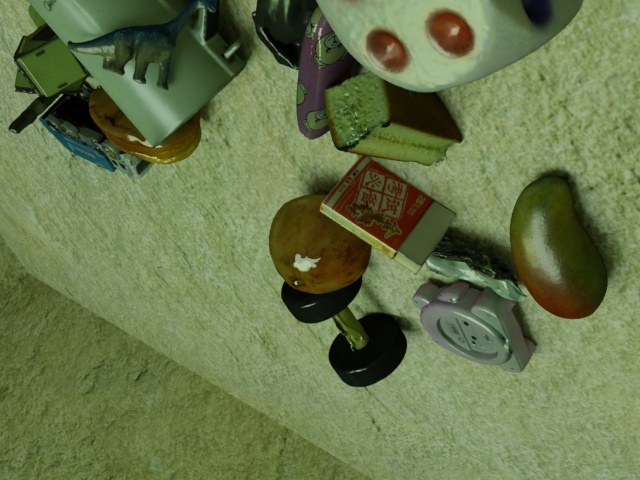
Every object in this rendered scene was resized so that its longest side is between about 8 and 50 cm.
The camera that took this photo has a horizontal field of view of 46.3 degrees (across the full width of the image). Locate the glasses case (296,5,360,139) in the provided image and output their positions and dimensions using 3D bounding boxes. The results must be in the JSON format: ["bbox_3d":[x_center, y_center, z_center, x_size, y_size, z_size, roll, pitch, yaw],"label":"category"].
[{"bbox_3d":[0.016,-0.297,1.295,0.076,0.123,0.316,36,153,15],"label":"glasses case"}]

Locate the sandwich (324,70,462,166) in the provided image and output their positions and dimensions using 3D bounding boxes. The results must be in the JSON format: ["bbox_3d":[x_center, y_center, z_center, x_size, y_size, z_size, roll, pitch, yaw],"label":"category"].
[{"bbox_3d":[0.132,-0.205,1.278,0.122,0.128,0.235,-22,161,40],"label":"sandwich"}]

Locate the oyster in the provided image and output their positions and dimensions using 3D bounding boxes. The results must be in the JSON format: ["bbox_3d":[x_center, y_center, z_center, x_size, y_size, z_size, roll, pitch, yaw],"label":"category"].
[{"bbox_3d":[0.294,0.050,1.526,0.199,0.087,0.252,33,178,-35],"label":"oyster"}]

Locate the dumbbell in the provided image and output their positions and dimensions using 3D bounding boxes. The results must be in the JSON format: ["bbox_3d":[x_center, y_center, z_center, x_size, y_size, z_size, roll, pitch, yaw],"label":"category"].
[{"bbox_3d":[0.062,0.197,1.890,0.203,0.204,0.322,3,136,48],"label":"dumbbell"}]

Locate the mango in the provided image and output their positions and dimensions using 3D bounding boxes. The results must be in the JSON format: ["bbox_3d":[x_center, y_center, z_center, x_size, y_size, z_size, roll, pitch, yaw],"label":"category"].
[{"bbox_3d":[0.410,0.023,1.314,0.146,0.129,0.289,-3,123,54],"label":"mango"}]

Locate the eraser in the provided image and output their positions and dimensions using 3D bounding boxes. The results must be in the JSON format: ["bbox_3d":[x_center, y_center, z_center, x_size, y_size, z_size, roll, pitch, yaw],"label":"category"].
[{"bbox_3d":[0.135,-0.055,1.480,0.230,0.157,0.038,34,149,8],"label":"eraser"}]

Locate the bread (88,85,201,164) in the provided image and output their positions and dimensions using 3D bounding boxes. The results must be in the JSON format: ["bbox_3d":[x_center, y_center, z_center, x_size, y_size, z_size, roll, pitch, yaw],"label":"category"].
[{"bbox_3d":[-0.397,-0.289,1.723,0.269,0.195,0.143,26,157,13],"label":"bread"}]

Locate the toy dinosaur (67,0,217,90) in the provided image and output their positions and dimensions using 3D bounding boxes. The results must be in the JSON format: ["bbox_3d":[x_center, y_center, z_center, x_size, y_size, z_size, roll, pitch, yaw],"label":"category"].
[{"bbox_3d":[-0.321,-0.377,1.326,0.247,0.188,0.075,18,-175,4],"label":"toy dinosaur"}]

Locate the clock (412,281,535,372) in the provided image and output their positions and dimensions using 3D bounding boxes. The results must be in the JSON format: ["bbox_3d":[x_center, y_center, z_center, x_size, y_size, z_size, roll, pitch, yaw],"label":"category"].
[{"bbox_3d":[0.338,0.188,1.680,0.248,0.090,0.228,11,141,44],"label":"clock"}]

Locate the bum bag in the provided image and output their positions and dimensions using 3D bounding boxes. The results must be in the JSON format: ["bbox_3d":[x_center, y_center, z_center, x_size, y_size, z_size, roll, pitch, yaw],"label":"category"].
[{"bbox_3d":[-0.050,-0.420,1.249,0.142,0.080,0.326,26,147,7],"label":"bum bag"}]

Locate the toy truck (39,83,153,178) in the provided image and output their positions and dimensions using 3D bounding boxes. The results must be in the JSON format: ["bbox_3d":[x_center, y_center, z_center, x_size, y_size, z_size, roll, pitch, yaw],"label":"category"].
[{"bbox_3d":[-0.584,-0.291,1.991,0.367,0.146,0.175,26,157,28],"label":"toy truck"}]

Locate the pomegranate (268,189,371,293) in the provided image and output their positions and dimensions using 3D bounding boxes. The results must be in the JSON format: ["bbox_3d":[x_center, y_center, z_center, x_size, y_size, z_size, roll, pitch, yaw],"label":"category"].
[{"bbox_3d":[0.000,0.000,1.663,0.248,0.248,0.248,28,151,18],"label":"pomegranate"}]

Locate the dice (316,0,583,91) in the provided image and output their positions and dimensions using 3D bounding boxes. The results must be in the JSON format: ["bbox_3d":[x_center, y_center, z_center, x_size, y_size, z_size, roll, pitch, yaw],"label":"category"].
[{"bbox_3d":[0.158,-0.348,0.936,0.251,0.243,0.259,-1,131,49],"label":"dice"}]

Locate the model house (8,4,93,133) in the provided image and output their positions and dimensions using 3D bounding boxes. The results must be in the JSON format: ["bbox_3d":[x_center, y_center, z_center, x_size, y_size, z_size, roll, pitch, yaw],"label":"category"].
[{"bbox_3d":[-0.678,-0.403,1.792,0.204,0.279,0.218,14,145,36],"label":"model house"}]

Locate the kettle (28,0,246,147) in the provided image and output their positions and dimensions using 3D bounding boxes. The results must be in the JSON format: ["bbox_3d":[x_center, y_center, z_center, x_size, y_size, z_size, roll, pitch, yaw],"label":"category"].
[{"bbox_3d":[-0.325,-0.423,1.429,0.377,0.250,0.361,48,130,-12],"label":"kettle"}]
